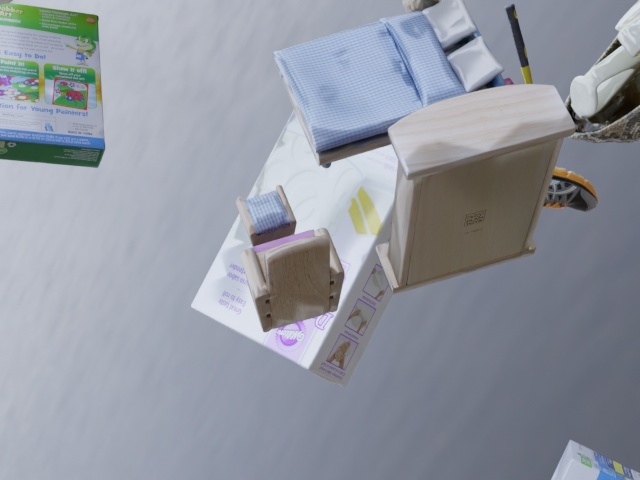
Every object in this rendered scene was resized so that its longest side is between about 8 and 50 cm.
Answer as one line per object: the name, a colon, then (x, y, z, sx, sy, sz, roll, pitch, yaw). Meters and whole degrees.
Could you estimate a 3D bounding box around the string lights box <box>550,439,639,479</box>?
string lights box: (0.391, 0.329, 1.354, 0.077, 0.259, 0.133, -66, -9, 5)

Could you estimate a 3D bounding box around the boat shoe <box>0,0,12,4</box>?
boat shoe: (-0.312, -0.356, 1.100, 0.098, 0.096, 0.277, 5, 89, 40)

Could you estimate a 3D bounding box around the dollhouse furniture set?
dollhouse furniture set: (0.036, -0.129, 1.024, 0.198, 0.286, 0.303, 90, 162, -59)

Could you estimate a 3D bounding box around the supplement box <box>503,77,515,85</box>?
supplement box: (0.227, -0.130, 1.677, 0.188, 0.104, 0.081, 93, 157, -56)

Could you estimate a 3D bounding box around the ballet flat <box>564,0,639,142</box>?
ballet flat: (0.495, -0.277, 1.792, 0.483, 0.182, 0.164, 119, 132, -62)

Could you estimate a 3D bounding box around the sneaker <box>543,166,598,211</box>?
sneaker: (0.343, -0.081, 1.869, 0.084, 0.214, 0.083, -5, 67, 69)

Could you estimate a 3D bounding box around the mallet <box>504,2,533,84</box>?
mallet: (0.291, -0.240, 1.653, 0.039, 0.190, 0.062, -5, 17, 33)

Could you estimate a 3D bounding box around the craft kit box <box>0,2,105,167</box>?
craft kit box: (-0.431, -0.224, 1.640, 0.061, 0.249, 0.247, 126, 143, -54)

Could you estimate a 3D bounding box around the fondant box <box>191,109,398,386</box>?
fondant box: (0.000, 0.000, 1.619, 0.238, 0.096, 0.330, 23, 85, 39)
